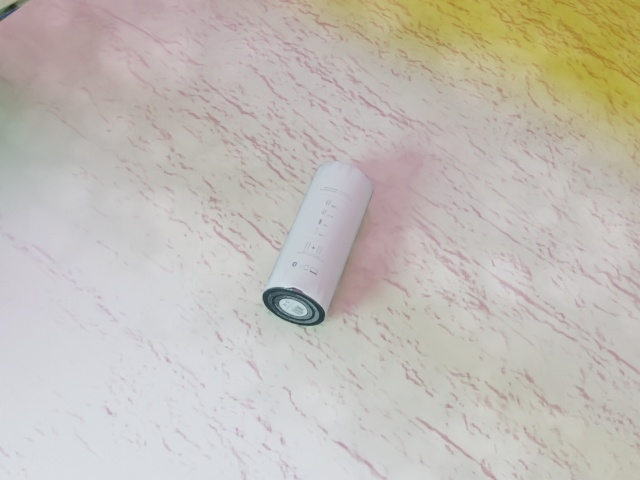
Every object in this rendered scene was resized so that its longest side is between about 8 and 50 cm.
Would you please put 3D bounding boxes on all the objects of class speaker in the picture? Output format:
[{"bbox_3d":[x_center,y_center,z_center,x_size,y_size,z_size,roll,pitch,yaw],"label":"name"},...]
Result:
[{"bbox_3d":[0.000,0.000,0.773,0.055,0.055,0.136,19,57,4],"label":"speaker"}]

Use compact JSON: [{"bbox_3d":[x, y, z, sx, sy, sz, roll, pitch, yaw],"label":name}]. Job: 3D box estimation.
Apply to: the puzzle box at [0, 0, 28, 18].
[{"bbox_3d":[-0.404,-0.093,0.666,0.409,0.272,0.052,-39,111,-26],"label":"puzzle box"}]
